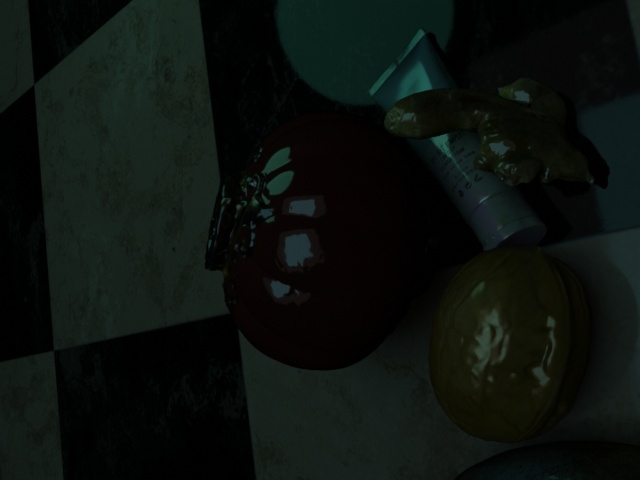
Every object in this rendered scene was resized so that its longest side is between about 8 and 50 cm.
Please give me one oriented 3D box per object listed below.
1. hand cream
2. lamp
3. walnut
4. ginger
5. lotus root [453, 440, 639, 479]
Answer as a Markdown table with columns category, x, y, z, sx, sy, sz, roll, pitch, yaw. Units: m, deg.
| category | x | y | z | sx | sy | sz | roll | pitch | yaw |
| --- | --- | --- | --- | --- | --- | --- | --- | --- | --- |
| hand cream | 0.156 | -0.115 | 0.753 | 0.111 | 0.070 | 0.312 | -46 | 53 | 33 |
| lamp | 0.000 | 0.000 | 0.737 | 0.303 | 0.256 | 0.304 | -171 | 90 | -77 |
| walnut | 0.191 | 0.104 | 0.636 | 0.159 | 0.159 | 0.207 | 21 | 101 | 40 |
| ginger | 0.176 | -0.114 | 0.665 | 0.213 | 0.059 | 0.133 | 0 | 64 | 3 |
| lotus root | 0.219 | 0.284 | 0.621 | 0.322 | 0.139 | 0.158 | -18 | 77 | 43 |
